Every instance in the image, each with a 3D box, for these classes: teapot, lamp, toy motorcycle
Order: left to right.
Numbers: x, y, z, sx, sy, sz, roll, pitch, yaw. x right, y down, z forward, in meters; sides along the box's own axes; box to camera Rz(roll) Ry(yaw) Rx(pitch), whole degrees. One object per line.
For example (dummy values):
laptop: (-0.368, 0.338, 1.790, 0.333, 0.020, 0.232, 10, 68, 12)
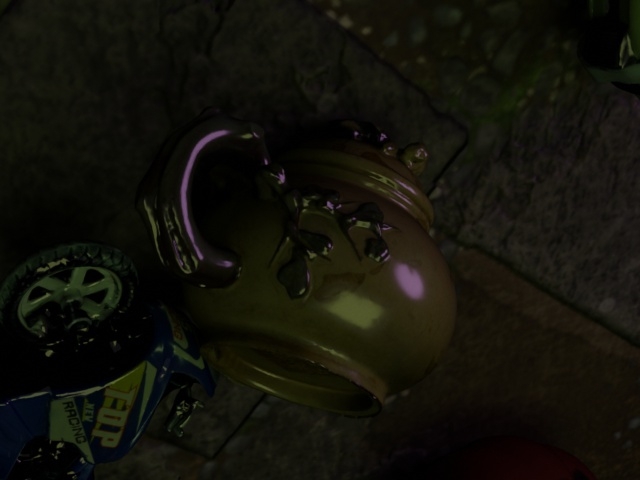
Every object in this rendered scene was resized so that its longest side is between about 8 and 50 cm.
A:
toy motorcycle: (-0.168, 0.122, 0.717, 0.168, 0.113, 0.315, 6, 129, -38)
teapot: (0.000, 0.000, 0.687, 0.269, 0.173, 0.183, 37, 63, -39)
lamp: (0.152, 0.276, 0.910, 0.226, 0.227, 0.227, -12, 126, -17)

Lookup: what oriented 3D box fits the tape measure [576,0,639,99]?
tape measure: (0.249, -0.168, 0.711, 0.199, 0.106, 0.175, -10, 112, -21)
